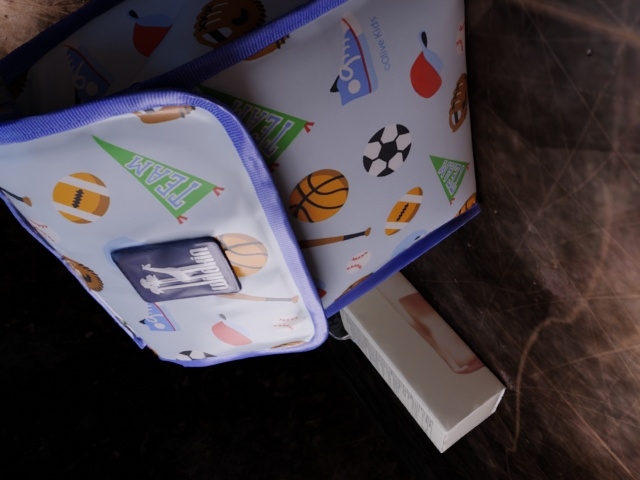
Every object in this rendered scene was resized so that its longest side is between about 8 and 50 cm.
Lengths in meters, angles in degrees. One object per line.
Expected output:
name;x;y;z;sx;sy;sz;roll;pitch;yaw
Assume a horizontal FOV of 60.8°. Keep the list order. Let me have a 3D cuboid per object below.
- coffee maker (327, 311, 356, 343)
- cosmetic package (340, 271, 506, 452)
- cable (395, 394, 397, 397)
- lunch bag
coffee maker;0.039;0.160;1.212;0.171;0.120;0.178;12;170;25
cosmetic package;0.170;0.203;0.972;0.296;0.129;0.153;51;166;29
cable;0.195;0.368;1.519;0.150;0.047;0.184;53;169;17
lunch bag;-0.054;-0.074;0.502;0.239;0.386;0.327;47;164;42
